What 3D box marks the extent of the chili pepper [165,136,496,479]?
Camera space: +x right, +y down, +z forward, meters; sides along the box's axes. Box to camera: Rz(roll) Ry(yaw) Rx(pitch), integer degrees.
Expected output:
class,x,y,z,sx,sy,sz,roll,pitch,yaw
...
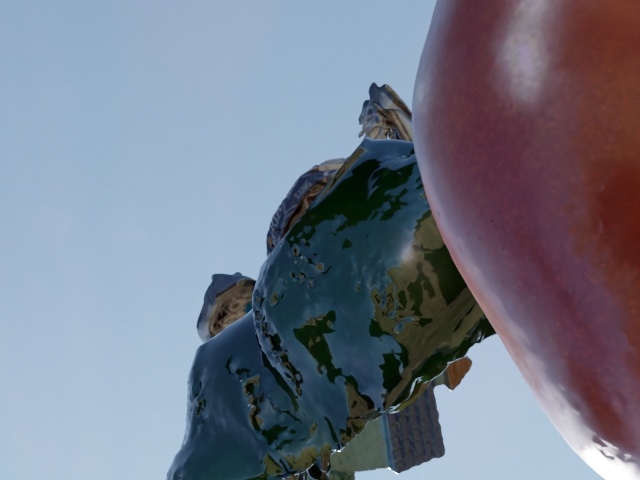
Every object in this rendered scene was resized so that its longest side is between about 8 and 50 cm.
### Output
class,x,y,z,sx,sy,sz,roll,pitch,yaw
chili pepper,0.005,0.043,0.841,0.264,0.116,0.148,-52,-12,34

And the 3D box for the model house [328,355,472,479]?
class,x,y,z,sx,sy,sz,roll,pitch,yaw
model house,0.056,0.130,1.439,0.148,0.148,0.119,-48,-55,-74

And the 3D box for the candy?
class,x,y,z,sx,sy,sz,roll,pitch,yaw
candy,0.000,0.000,1.204,0.094,0.051,0.226,30,-73,-14

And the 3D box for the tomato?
class,x,y,z,sx,sy,sz,roll,pitch,yaw
tomato,0.181,-0.042,0.595,0.226,0.298,0.299,41,-109,-77
